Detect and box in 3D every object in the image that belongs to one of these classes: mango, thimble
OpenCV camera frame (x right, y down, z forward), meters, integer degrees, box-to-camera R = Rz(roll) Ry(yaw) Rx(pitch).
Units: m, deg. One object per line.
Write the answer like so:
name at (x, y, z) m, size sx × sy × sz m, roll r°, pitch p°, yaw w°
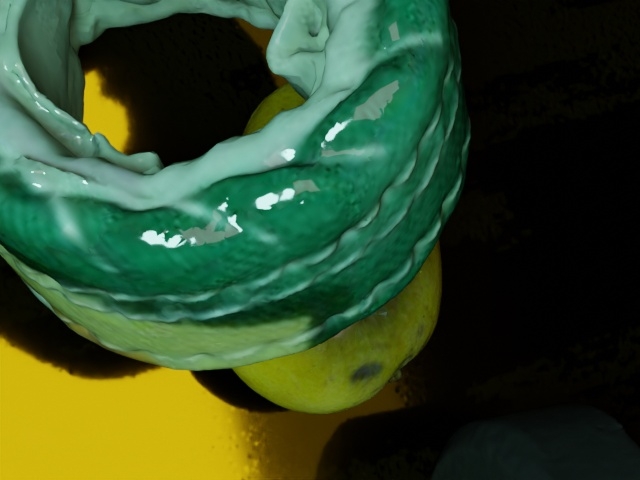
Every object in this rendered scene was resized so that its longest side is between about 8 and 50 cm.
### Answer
mango at (0.000, 0.000, 0.819) m, size 0.137 × 0.098 × 0.195 m, roll -4°, pitch 80°, yaw -16°
thimble at (-0.067, -0.083, 0.720) m, size 0.254 × 0.167 × 0.288 m, roll -34°, pitch 66°, yaw -6°

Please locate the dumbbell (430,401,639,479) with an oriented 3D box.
dumbbell at (0.241, 0.175, 0.825) m, size 0.322 × 0.204 × 0.204 m, roll -8°, pitch 86°, yaw -21°
